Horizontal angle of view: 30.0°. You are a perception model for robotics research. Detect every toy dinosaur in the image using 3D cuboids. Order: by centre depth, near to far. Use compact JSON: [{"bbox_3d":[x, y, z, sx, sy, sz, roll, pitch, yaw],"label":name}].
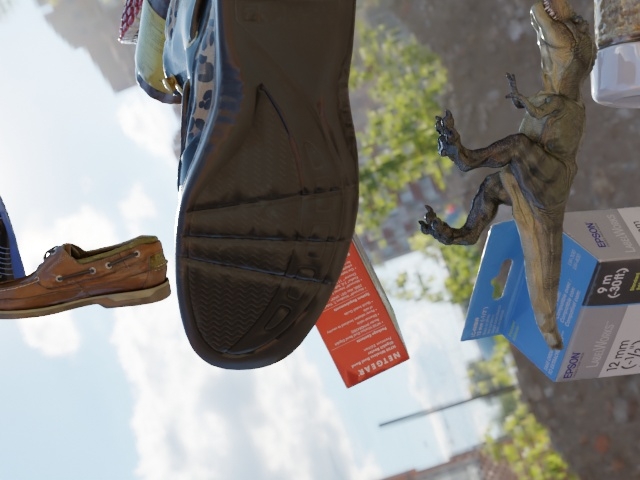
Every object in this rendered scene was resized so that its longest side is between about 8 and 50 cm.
[{"bbox_3d":[0.137,-0.042,0.866,0.064,0.118,0.268,-130,41,-71],"label":"toy dinosaur"}]

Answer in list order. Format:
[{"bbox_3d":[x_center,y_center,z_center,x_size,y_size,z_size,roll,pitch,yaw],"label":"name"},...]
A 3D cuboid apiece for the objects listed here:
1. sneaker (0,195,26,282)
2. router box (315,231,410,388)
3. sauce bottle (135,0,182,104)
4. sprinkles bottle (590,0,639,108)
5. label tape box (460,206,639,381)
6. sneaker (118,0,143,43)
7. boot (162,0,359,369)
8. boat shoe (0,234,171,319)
[{"bbox_3d":[-0.535,0.012,1.925,0.081,0.091,0.232,-133,30,-56],"label":"sneaker"},{"bbox_3d":[0.000,0.000,1.469,0.301,0.082,0.335,64,-177,-5],"label":"router box"},{"bbox_3d":[-0.170,-0.303,1.511,0.344,0.111,0.111,115,142,-62],"label":"sauce bottle"},{"bbox_3d":[0.338,-0.319,1.234,0.121,0.121,0.355,24,-114,-79],"label":"sprinkles bottle"},{"bbox_3d":[0.394,0.079,1.673,0.115,0.348,0.249,-110,20,-44],"label":"label tape box"},{"bbox_3d":[-0.199,-0.350,1.688,0.112,0.299,0.120,20,-115,-26],"label":"sneaker"},{"bbox_3d":[-0.065,-0.106,1.009,0.284,0.138,0.377,-136,48,-72],"label":"boot"},{"bbox_3d":[-0.386,0.051,1.834,0.110,0.308,0.104,-111,13,-75],"label":"boat shoe"}]
